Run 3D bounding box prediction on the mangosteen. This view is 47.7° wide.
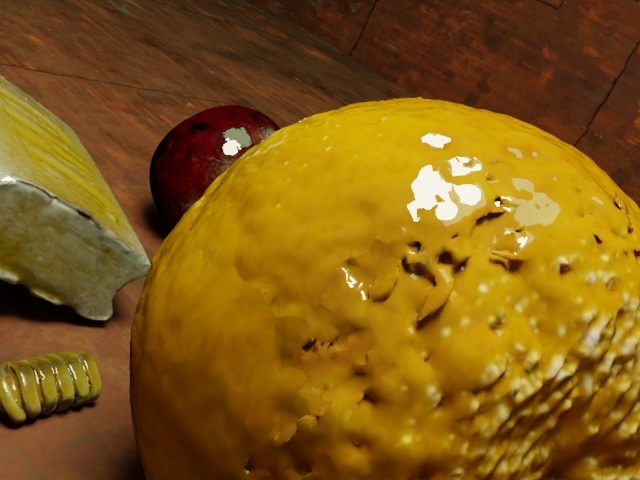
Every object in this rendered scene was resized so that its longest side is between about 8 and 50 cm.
[{"bbox_3d":[-0.101,-0.062,0.854,0.199,0.200,0.200,22,22,-9],"label":"mangosteen"}]

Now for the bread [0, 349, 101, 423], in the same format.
[{"bbox_3d":[-0.199,0.104,0.531,0.088,0.034,0.049,-2,41,-51],"label":"bread"}]

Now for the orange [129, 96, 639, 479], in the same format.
[{"bbox_3d":[0.046,0.078,0.464,0.340,0.341,0.293,12,10,-32],"label":"orange"}]

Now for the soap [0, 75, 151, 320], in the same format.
[{"bbox_3d":[-0.276,-0.056,0.675,0.173,0.089,0.274,39,5,-46],"label":"soap"}]
